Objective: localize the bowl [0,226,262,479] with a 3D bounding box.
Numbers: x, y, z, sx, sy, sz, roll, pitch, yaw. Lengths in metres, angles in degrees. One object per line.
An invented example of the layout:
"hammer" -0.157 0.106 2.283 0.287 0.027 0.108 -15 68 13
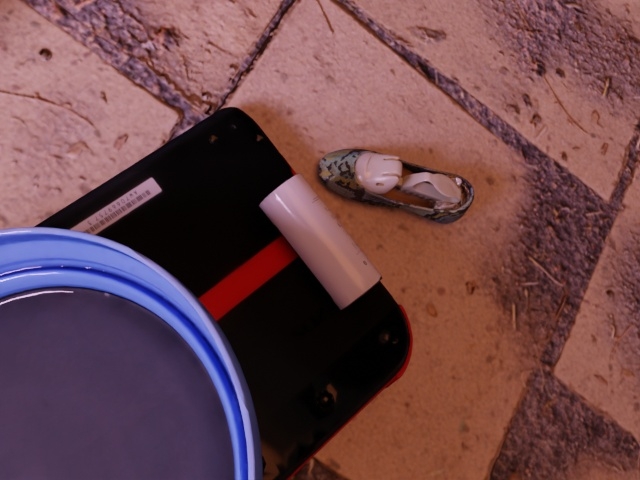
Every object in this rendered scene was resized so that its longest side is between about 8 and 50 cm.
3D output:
"bowl" -0.227 0.184 0.653 0.391 0.077 0.391 -4 70 11

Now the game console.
"game console" -0.119 0.088 0.863 0.386 0.060 0.342 -38 88 -30

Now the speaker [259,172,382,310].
"speaker" 0.000 0.000 0.881 0.055 0.055 0.136 -38 88 -29

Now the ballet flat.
"ballet flat" 0.092 -0.069 0.997 0.188 0.070 0.070 12 71 -23
